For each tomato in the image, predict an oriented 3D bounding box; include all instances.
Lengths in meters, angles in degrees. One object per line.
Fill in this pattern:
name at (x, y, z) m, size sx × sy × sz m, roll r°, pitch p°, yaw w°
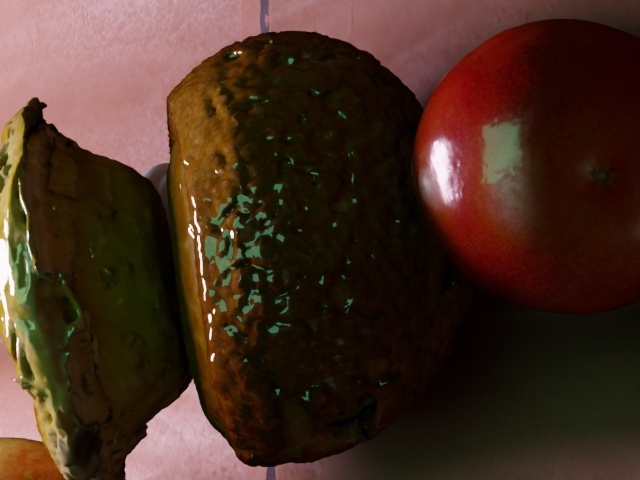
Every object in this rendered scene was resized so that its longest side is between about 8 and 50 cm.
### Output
tomato at (0.157, -0.045, 1.173) m, size 0.136 × 0.195 × 0.195 m, roll -143°, pitch 63°, yaw -76°

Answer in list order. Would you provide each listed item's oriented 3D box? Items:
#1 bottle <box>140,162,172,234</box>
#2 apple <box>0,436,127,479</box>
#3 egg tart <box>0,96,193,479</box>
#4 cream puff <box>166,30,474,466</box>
bottle at (-0.148, 0.009, 1.537) m, size 0.245 × 0.104 × 0.104 m, roll -32°, pitch 65°, yaw 39°
apple at (-0.248, 0.326, 1.460) m, size 0.339 × 0.339 × 0.340 m, roll -5°, pitch 84°, yaw 45°
egg tart at (-0.158, 0.039, 1.361) m, size 0.116 × 0.295 × 0.295 m, roll -10°, pitch 77°, yaw 4°
cream puff at (0.000, 0.000, 1.304) m, size 0.303 × 0.212 × 0.303 m, roll 170°, pitch 90°, yaw -88°
